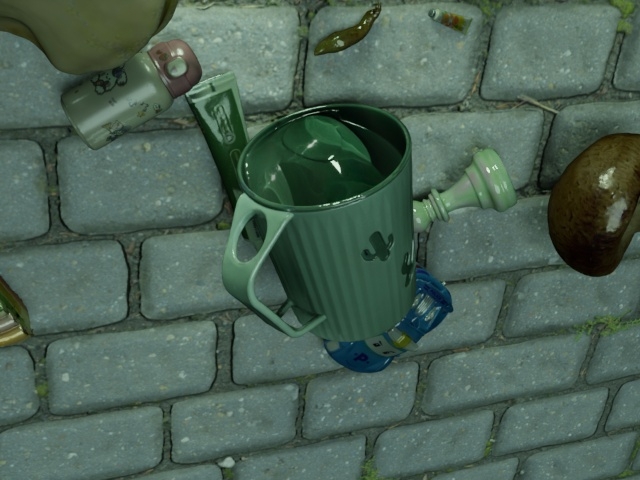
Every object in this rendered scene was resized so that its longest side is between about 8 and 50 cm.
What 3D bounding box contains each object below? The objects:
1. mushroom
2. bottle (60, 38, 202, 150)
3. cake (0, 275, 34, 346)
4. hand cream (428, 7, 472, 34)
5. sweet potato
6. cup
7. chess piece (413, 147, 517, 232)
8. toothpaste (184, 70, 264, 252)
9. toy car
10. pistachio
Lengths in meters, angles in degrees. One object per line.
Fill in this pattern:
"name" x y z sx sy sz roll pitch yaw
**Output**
"mushroom" 0.684 -0.052 1.786 0.334 0.356 0.331 -48 171 -38
"bottle" -0.311 -0.253 1.363 0.233 0.110 0.110 -30 128 -1
"cake" -0.618 0.099 1.463 0.090 0.109 0.225 -27 128 -4
"hand cream" 0.249 -0.421 1.545 0.102 0.022 0.035 10 112 -33
"sweet potato" 0.054 -0.377 1.482 0.153 0.038 0.041 -35 150 -1
"cup" -0.006 -0.015 1.526 0.400 0.310 0.392 -21 131 -8
"chess piece" 0.270 -0.084 1.724 0.271 0.139 0.139 -24 128 9
"toothpaste" -0.158 -0.130 1.541 0.098 0.061 0.392 -25 125 -15
"toy car" 0.150 0.188 1.813 0.314 0.166 0.198 -43 123 9
"pistachio" -0.399 -0.428 1.109 0.365 0.282 0.445 -25 125 29
